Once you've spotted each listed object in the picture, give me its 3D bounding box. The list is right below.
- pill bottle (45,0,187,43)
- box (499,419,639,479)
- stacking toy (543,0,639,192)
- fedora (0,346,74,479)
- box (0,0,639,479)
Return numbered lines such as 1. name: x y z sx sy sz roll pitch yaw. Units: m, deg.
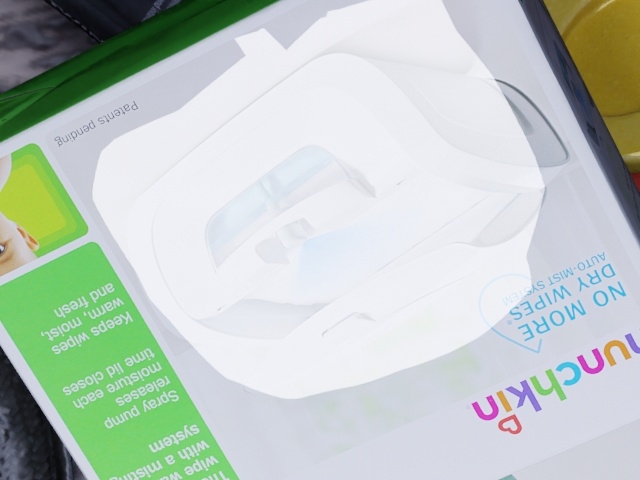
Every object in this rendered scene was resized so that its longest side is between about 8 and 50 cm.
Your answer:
1. pill bottle: -0.060 -0.139 0.939 0.246 0.130 0.130 38 83 -4
2. box: 0.201 0.213 0.992 0.322 0.058 0.232 22 85 -5
3. stacking toy: 0.169 -0.180 1.010 0.309 0.130 0.279 -43 67 -10
4. fedora: -0.264 0.127 0.888 0.334 0.152 0.334 0 87 -7
5. box: 0.000 0.000 0.850 0.262 0.127 0.231 -25 106 13
